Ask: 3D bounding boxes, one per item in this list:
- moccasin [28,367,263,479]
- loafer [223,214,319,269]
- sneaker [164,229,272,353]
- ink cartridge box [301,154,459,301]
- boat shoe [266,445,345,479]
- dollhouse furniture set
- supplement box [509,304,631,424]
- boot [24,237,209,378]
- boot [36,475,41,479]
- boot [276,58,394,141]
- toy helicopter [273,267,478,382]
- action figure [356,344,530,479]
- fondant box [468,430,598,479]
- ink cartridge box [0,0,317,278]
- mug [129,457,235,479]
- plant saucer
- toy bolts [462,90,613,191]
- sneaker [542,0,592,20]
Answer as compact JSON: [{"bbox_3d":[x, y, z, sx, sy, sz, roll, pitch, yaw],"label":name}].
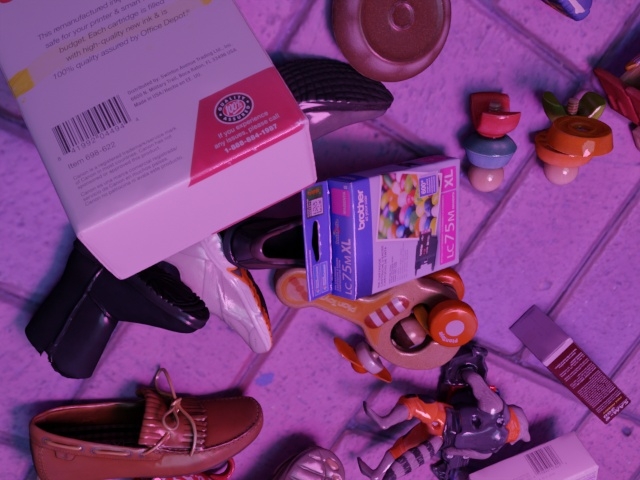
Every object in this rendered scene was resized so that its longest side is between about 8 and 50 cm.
[{"bbox_3d":[-0.284,0.306,1.393,0.380,0.139,0.146,-1,124,-8],"label":"moccasin"},{"bbox_3d":[0.000,0.000,1.310,0.303,0.095,0.109,-8,99,-33],"label":"loafer"},{"bbox_3d":[-0.168,0.083,1.348,0.121,0.099,0.262,-25,113,3],"label":"sneaker"},{"bbox_3d":[0.104,-0.021,1.309,0.311,0.065,0.185,-15,109,-40],"label":"ink cartridge box"},{"bbox_3d":[-0.094,0.524,1.524,0.355,0.130,0.132,-44,93,-10],"label":"boat shoe"},{"bbox_3d":[0.643,-0.221,1.459,0.201,0.152,0.374,-42,137,4],"label":"dollhouse furniture set"},{"bbox_3d":[0.481,0.240,1.612,0.073,0.130,0.239,-46,119,6],"label":"supplement box"},{"bbox_3d":[-0.311,0.128,1.269,0.247,0.094,0.207,32,104,9],"label":"boot"},{"bbox_3d":[-0.384,0.513,1.408,0.095,0.203,0.261,-26,121,-6],"label":"boot"},{"bbox_3d":[-0.063,-0.146,1.262,0.338,0.118,0.222,-10,137,-29],"label":"boot"},{"bbox_3d":[0.079,0.133,1.449,0.355,0.140,0.234,21,116,-15],"label":"toy helicopter"},{"bbox_3d":[0.240,0.386,1.576,0.331,0.178,0.341,-10,120,-13],"label":"action figure"},{"bbox_3d":[0.432,0.558,1.725,0.239,0.096,0.330,-20,133,-9],"label":"fondant box"},{"bbox_3d":[-0.215,-0.192,1.022,0.279,0.384,0.160,-27,159,-5],"label":"ink cartridge box"},{"bbox_3d":[-0.242,0.435,1.494,0.113,0.150,0.169,-27,124,39],"label":"mug"},{"bbox_3d":[0.115,-0.335,1.245,0.199,0.036,0.198,-5,105,-20],"label":"plant saucer"},{"bbox_3d":[0.348,-0.138,1.359,0.229,0.218,0.158,2,122,0],"label":"toy bolts"},{"bbox_3d":[0.335,-0.455,1.239,0.296,0.112,0.131,39,98,-30],"label":"sneaker"}]
